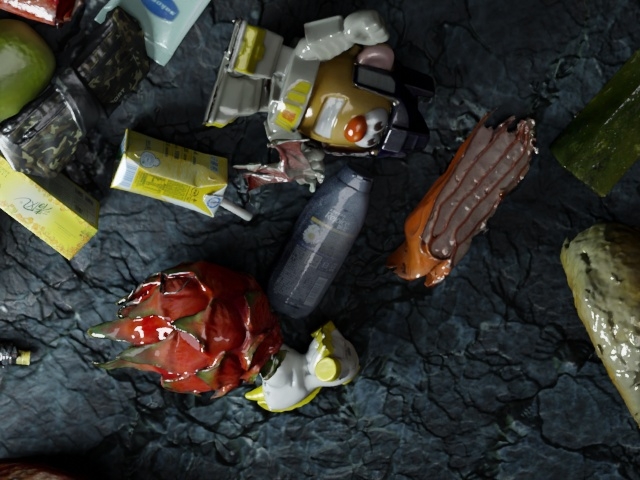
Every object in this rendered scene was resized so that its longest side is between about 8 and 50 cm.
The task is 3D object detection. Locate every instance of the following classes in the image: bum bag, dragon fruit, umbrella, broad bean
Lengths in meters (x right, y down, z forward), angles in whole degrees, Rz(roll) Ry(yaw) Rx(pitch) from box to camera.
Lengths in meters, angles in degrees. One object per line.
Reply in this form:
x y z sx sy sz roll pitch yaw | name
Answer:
-0.307 -0.182 1.712 0.248 0.069 0.102 -47 117 -4 | bum bag
-0.176 0.120 1.834 0.274 0.192 0.193 10 91 -4 | dragon fruit
-0.480 0.157 1.886 0.144 0.040 0.037 7 105 -13 | umbrella
-0.426 -0.207 1.708 0.174 0.082 0.124 -45 115 2 | broad bean

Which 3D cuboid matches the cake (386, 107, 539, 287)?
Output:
0.203 -0.056 1.854 0.098 0.135 0.287 34 97 -6 | cake

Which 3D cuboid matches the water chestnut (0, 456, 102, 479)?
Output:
-0.419 0.476 1.897 0.350 0.302 0.350 -3 119 -5 | water chestnut

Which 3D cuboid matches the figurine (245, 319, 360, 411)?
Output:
-0.030 0.195 1.946 0.178 0.109 0.130 -22 138 6 | figurine

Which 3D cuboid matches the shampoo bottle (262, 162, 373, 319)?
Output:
0.000 0.000 1.877 0.087 0.049 0.234 23 109 -16 | shampoo bottle

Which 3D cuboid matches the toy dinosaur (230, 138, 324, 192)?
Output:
-0.053 -0.093 1.762 0.108 0.032 0.220 13 156 -19 | toy dinosaur

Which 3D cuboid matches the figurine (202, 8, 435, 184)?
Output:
0.003 -0.193 1.734 0.308 0.143 0.308 5 157 2 | figurine

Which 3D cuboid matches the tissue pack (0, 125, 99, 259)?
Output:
-0.378 -0.063 1.767 0.176 0.095 0.062 39 105 -23 | tissue pack

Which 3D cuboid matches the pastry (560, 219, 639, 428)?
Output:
0.449 0.125 1.862 0.136 0.330 0.330 -27 116 13 | pastry

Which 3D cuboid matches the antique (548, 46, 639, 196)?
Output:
0.423 -0.174 1.840 0.080 0.081 0.221 36 106 -22 | antique

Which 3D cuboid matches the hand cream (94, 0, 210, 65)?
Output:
-0.150 -0.370 1.693 0.109 0.067 0.321 33 114 -22 | hand cream

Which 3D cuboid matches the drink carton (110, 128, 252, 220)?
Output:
-0.175 -0.081 1.797 0.200 0.084 0.074 15 122 -16 | drink carton

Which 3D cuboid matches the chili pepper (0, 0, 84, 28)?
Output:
-0.397 -0.358 1.634 0.252 0.136 0.144 18 156 -5 | chili pepper
